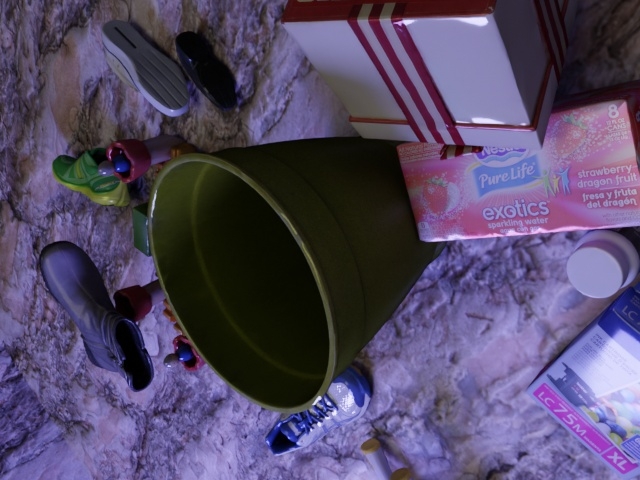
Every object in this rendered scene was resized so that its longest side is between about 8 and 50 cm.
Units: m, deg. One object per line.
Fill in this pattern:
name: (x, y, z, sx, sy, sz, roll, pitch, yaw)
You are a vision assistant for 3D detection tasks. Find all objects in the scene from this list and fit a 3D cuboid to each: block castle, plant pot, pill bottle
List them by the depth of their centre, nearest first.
pill bottle: (0.360, 0.014, 0.810, 0.078, 0.137, 0.078, 20, 123, 34)
plant pot: (0.000, 0.000, 0.970, 0.366, 0.353, 0.366, 24, 128, 36)
block castle: (-0.308, 0.031, 1.377, 0.303, 0.213, 0.453, 30, 128, 28)

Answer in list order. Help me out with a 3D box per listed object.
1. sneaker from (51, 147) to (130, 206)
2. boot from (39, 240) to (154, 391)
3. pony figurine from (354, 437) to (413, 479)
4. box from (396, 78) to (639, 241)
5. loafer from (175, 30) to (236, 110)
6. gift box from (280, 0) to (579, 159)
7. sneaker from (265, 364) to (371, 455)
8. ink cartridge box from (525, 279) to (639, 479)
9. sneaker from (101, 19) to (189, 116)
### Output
sneaker: (-0.541, -0.166, 1.590, 0.295, 0.109, 0.123, 22, 98, 37)
boot: (-0.470, 0.155, 1.427, 0.222, 0.118, 0.338, 6, 126, 52)
pony figurine: (0.184, 0.579, 1.199, 0.363, 0.302, 0.351, 62, 168, -5)
box: (0.268, -0.095, 0.829, 0.300, 0.154, 0.142, -5, 107, 45)
loafer: (-0.214, -0.311, 1.239, 0.170, 0.062, 0.061, 59, 158, 7)
gift box: (0.125, -0.258, 0.725, 0.276, 0.258, 0.255, 15, 75, 34)
sneaker: (-0.009, 0.356, 1.327, 0.112, 0.131, 0.296, 49, 134, 15)
ink cartridge box: (0.413, 0.185, 0.855, 0.186, 0.065, 0.311, 42, 145, 18)
sneaker: (-0.350, -0.335, 1.335, 0.258, 0.094, 0.091, 51, 154, 17)
